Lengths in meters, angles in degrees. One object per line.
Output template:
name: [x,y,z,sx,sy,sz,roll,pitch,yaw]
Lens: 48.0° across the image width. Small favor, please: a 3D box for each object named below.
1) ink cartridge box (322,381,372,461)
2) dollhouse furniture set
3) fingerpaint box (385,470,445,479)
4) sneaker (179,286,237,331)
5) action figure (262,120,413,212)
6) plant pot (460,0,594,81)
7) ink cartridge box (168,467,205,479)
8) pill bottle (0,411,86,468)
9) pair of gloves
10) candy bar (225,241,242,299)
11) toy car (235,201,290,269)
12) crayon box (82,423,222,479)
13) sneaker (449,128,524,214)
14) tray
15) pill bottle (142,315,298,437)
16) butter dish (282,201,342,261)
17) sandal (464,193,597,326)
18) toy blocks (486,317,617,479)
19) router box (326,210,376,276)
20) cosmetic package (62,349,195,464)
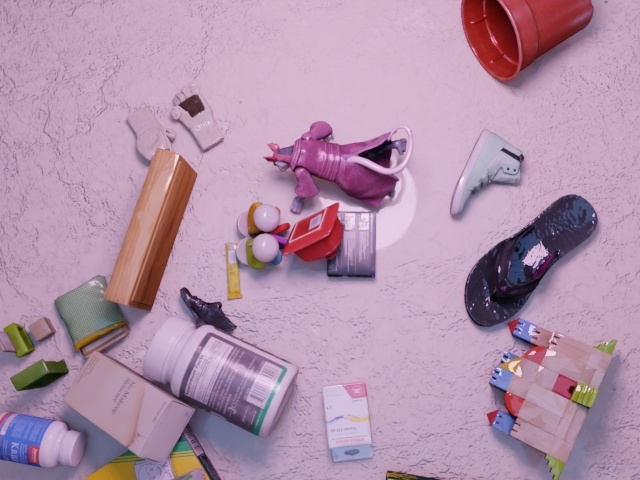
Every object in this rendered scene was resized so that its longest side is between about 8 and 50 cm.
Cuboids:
ink cartridge box: [0.073,0.475,1.876,0.115,0.067,0.198,-7,80,2]
dollhouse furniture set: [-0.692,0.238,1.924,0.301,0.151,0.197,-31,80,-2]
fingerpaint box: [0.312,0.824,1.753,0.371,0.163,0.444,8,81,6]
sneaker: [-0.307,0.186,1.961,0.089,0.051,0.170,-30,85,-2]
action figure: [0.032,-0.195,1.903,0.370,0.276,0.248,7,87,-9]
plant pot: [0.566,-0.612,1.942,0.265,0.272,0.272,-28,80,-9]
ink cartridge box: [-0.419,0.661,1.696,0.289,0.211,0.121,-23,80,1]
pill bottle: [-0.741,0.529,1.892,0.222,0.124,0.124,8,81,6]
pair of gloves: [-0.417,-0.323,2.045,0.240,0.042,0.204,-24,73,-4]
candy bar: [-0.241,0.081,1.988,0.040,0.018,0.161,-5,80,-1]
toy car: [-0.144,-0.010,1.949,0.136,0.159,0.182,8,78,-32]
crayon box: [-0.401,0.698,1.850,0.313,0.106,0.363,-34,80,-2]
sneaker: [0.456,-0.162,1.946,0.151,0.094,0.256,26,84,5]
tray: [-0.445,-0.022,1.925,0.076,0.203,0.410,17,82,7]
pill bottle: [-0.256,0.342,1.852,0.361,0.204,0.204,24,83,8]
butter dish: [0.000,0.000,1.898,0.160,0.160,0.118,-26,115,28]
sandal: [0.547,0.040,1.898,0.167,0.107,0.446,44,86,10]
toy blocks: [0.550,0.370,1.825,0.261,0.191,0.381,24,82,19]
router box: [0.085,0.010,1.965,0.133,0.046,0.178,1,80,4]
cosmetic package: [-0.492,0.421,1.835,0.309,0.113,0.160,20,74,33]
